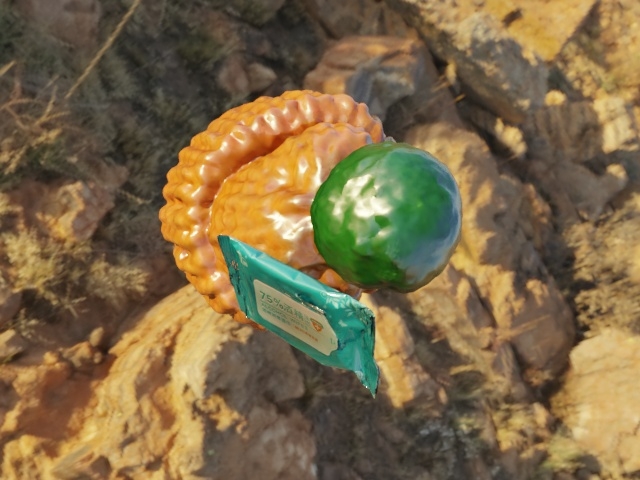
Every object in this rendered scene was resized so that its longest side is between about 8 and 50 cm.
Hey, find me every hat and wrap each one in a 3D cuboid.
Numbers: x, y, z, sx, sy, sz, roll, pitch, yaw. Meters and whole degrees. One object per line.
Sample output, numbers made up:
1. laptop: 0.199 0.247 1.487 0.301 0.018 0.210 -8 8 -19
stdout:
1. hat: 0.000 0.000 0.844 0.285 0.285 0.400 42 2 -26

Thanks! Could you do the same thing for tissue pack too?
1. tissue pack: -0.013 0.048 0.567 0.028 0.138 0.085 -44 143 -33
